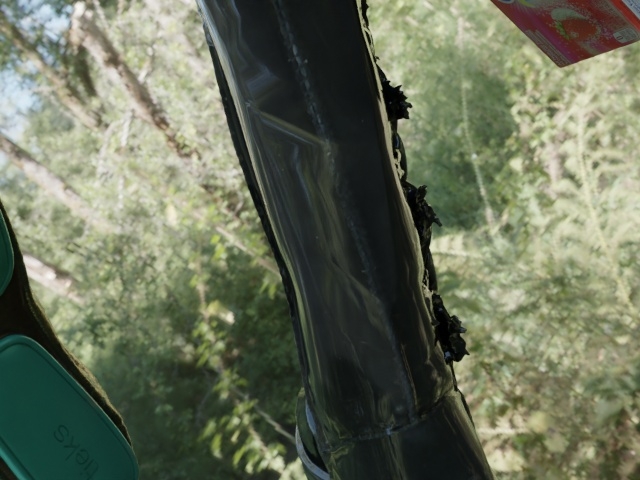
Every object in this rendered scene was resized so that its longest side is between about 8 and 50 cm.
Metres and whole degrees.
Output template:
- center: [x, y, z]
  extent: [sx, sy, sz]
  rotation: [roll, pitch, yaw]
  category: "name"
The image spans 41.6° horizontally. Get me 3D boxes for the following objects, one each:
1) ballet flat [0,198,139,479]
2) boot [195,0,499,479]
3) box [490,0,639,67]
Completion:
- center: [-0.231, 0.051, 0.518]
  extent: [0.123, 0.348, 0.123]
  rotation: [-17, 29, 10]
  category: "ballet flat"
- center: [0.001, 0.000, 0.658]
  extent: [0.146, 0.445, 0.367]
  rotation: [-23, 12, -11]
  category: "boot"
- center: [0.210, -0.303, 0.802]
  extent: [0.128, 0.257, 0.123]
  rotation: [-59, 19, -17]
  category: "box"
